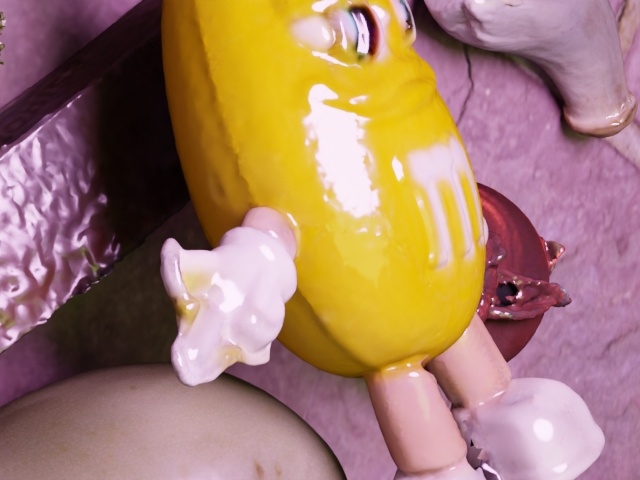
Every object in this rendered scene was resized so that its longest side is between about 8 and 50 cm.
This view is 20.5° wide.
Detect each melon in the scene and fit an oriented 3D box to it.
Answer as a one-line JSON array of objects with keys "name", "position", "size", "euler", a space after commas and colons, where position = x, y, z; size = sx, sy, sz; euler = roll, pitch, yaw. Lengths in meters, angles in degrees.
[{"name": "melon", "position": [-0.114, 0.204, 1.077], "size": [0.308, 0.272, 0.271], "euler": [-27, 114, -28]}]

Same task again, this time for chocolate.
[{"name": "chocolate", "position": [-0.154, -0.046, 1.109], "size": [0.321, 0.112, 0.112], "euler": [-41, 112, -30]}]

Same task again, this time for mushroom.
[{"name": "mushroom", "position": [0.182, -0.175, 1.401], "size": [0.270, 0.103, 0.118], "euler": [28, 77, -47]}]

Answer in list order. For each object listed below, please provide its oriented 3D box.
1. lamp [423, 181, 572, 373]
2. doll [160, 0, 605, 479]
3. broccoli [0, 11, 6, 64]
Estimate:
[{"name": "lamp", "position": [0.071, 0.019, 1.294], "size": [0.223, 0.215, 0.151], "euler": [48, 48, -62]}, {"name": "doll", "position": [0.021, 0.018, 1.039], "size": [0.423, 0.161, 0.348], "euler": [47, 34, -35]}, {"name": "broccoli", "position": [-0.236, -0.153, 0.999], "size": [0.162, 0.138, 0.145], "euler": [-63, 134, -72]}]
